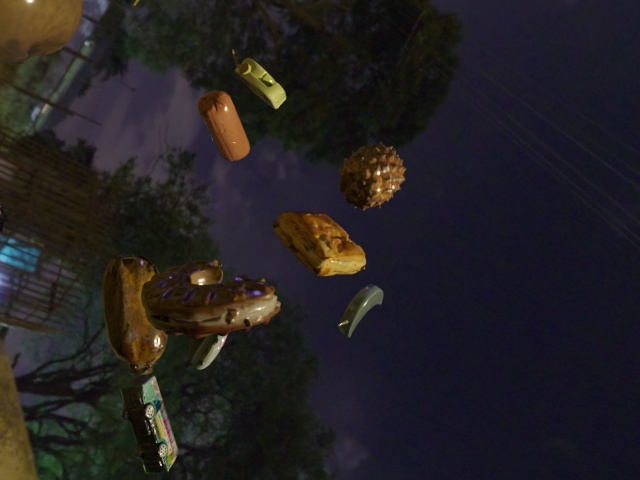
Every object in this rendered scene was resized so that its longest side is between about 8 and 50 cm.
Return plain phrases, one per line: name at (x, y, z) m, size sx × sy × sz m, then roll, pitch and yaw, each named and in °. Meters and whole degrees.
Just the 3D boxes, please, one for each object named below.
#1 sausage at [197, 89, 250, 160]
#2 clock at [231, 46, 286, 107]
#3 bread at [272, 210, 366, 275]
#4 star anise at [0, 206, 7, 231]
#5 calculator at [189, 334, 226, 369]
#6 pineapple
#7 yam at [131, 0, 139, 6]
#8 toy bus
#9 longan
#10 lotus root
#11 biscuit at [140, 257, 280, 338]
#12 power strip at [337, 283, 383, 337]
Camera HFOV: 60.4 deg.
sausage at (-0.342, -0.407, 1.963) m, size 0.121 × 0.304 × 0.121 m, roll -4°, pitch -119°, yaw 8°
clock at (-0.220, -0.550, 1.856) m, size 0.069 × 0.232 × 0.170 m, roll -47°, pitch -179°, yaw 3°
bread at (0.000, 0.000, 1.501) m, size 0.235 × 0.210 × 0.099 m, roll 42°, pitch -67°, yaw 31°
star anise at (-0.813, -0.105, 1.270) m, size 0.129 × 0.212 × 0.282 m, roll -48°, pitch -158°, yaw -22°
calculator at (-0.303, 0.238, 1.473) m, size 0.141 × 0.045 × 0.246 m, roll -55°, pitch -156°, yaw 10°
pineapple at (0.138, -0.171, 1.392) m, size 0.193 × 0.166 × 0.166 m, roll -39°, pitch -157°, yaw -32°
yam at (-0.584, -0.795, 1.785) m, size 0.014 × 0.014 × 0.107 m, roll -11°, pitch -129°, yaw 47°
toy bus at (-0.471, 0.508, 1.518) m, size 0.091 × 0.262 × 0.109 m, roll -10°, pitch -169°, yaw 15°
longan at (-0.636, -0.501, 1.100) m, size 0.318 × 0.318 × 0.319 m, roll -31°, pitch -136°, yaw 35°
lotus root at (-0.595, 0.232, 1.772) m, size 0.179 × 0.195 × 0.398 m, roll 118°, pitch -37°, yaw -77°
biscuit at (-0.287, 0.140, 1.330) m, size 0.366 × 0.268 × 0.115 m, roll 12°, pitch -67°, yaw 51°
power strip at (0.122, 0.214, 1.702) m, size 0.044 × 0.137 × 0.216 m, roll 34°, pitch -128°, yaw 24°
